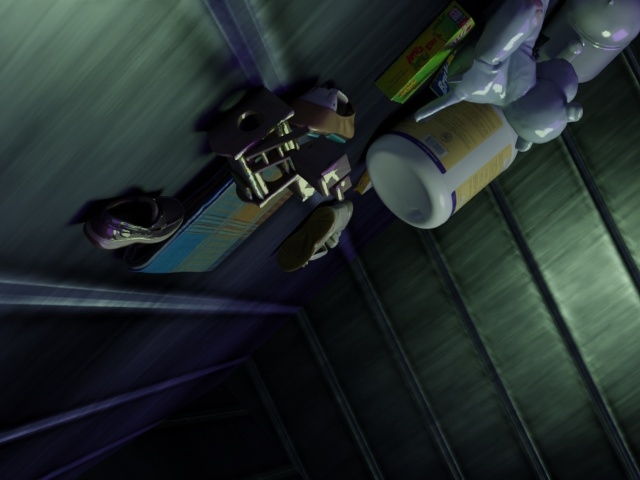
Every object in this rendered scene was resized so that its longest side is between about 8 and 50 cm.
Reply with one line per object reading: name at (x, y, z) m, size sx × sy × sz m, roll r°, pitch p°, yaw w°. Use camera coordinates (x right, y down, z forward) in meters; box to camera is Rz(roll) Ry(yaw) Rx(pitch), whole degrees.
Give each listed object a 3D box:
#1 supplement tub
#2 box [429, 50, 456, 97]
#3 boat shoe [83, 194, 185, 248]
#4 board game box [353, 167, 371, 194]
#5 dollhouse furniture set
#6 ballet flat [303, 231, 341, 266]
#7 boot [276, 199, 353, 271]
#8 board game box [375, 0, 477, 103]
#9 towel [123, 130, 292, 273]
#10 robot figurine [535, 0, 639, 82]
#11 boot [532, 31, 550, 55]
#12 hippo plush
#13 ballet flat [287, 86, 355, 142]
supplement tub at (0.293, -0.209, 1.637) m, size 0.331 × 0.241 × 0.241 m, roll -38°, pitch 172°, yaw -22°
box at (0.288, -0.352, 1.484) m, size 0.054 × 0.059 × 0.169 m, roll -37°, pitch 171°, yaw -24°
boat shoe at (-0.207, -0.027, 0.850) m, size 0.049 × 0.056 × 0.152 m, roll -40°, pitch 174°, yaw 31°
board game box at (0.166, -0.202, 1.835) m, size 0.124 × 0.039 × 0.259 m, roll -38°, pitch 174°, yaw -23°
dollhouse furniture set at (-0.036, -0.062, 0.893) m, size 0.101 × 0.161 × 0.182 m, roll -40°, pitch 148°, yaw -11°
ballet flat at (0.000, 0.000, 1.964) m, size 0.241 × 0.077 × 0.091 m, roll -36°, pitch 170°, yaw -38°
boot at (-0.010, -0.014, 1.842) m, size 0.213 × 0.077 × 0.165 m, roll -49°, pitch 172°, yaw 25°
board game box at (0.180, -0.314, 1.219) m, size 0.181 × 0.043 × 0.092 m, roll -45°, pitch 171°, yaw 18°
towel at (-0.144, -0.046, 1.140) m, size 0.271 × 0.040 × 0.370 m, roll -42°, pitch 174°, yaw 4°
robot figurine at (0.719, -0.562, 1.930) m, size 0.300 × 0.199 × 0.353 m, roll -49°, pitch 176°, yaw -23°
boot at (0.451, -0.459, 1.550) m, size 0.121 × 0.099 × 0.045 m, roll -45°, pitch 173°, yaw 22°
hippo plush at (0.361, -0.293, 1.261) m, size 0.234 × 0.236 × 0.294 m, roll -44°, pitch -167°, yaw 53°
ballet flat at (0.000, -0.183, 1.023) m, size 0.232 × 0.080 × 0.073 m, roll -22°, pitch 131°, yaw -75°
